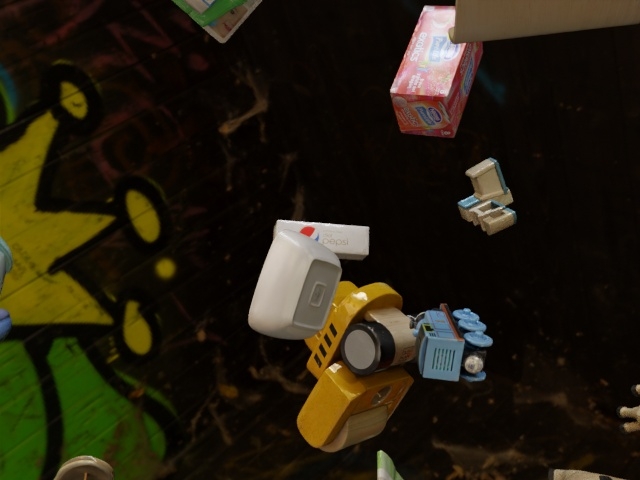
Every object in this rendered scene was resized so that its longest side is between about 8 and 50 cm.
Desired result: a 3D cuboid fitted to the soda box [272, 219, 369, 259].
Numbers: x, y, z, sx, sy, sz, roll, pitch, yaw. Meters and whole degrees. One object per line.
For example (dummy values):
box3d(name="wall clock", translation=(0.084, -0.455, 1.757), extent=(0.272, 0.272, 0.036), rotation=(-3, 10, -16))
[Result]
box3d(name="soda box", translation=(0.000, 0.000, 1.612), extent=(0.074, 0.216, 0.069), rotation=(129, -37, -75))

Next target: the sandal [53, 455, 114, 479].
box3d(name="sandal", translation=(-0.353, 0.357, 0.969), extent=(0.072, 0.180, 0.049), rotation=(42, 22, -33))

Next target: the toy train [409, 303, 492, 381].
box3d(name="toy train", translation=(0.192, 0.149, 1.051), extent=(0.184, 0.105, 0.080), rotation=(-85, -177, -76))

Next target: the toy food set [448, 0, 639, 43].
box3d(name="toy food set", translation=(0.250, -0.345, 0.738), extent=(0.306, 0.220, 0.092), rotation=(78, 9, -55))

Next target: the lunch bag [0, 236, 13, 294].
box3d(name="lunch bag", translation=(-0.471, 0.028, 0.692), extent=(0.224, 0.279, 0.108), rotation=(62, 18, -49))

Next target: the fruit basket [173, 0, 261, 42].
box3d(name="fruit basket", translation=(-0.189, -0.608, 1.352), extent=(0.327, 0.353, 0.165), rotation=(38, 23, -34))

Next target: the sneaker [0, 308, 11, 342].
box3d(name="sneaker", translation=(-0.253, 0.110, 0.467), extent=(0.059, 0.144, 0.053), rotation=(41, -21, -13))

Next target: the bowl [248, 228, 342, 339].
box3d(name="bowl", translation=(-0.025, 0.066, 0.921), extent=(0.053, 0.142, 0.142), rotation=(18, -4, 30))

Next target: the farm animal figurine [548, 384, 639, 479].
box3d(name="farm animal figurine", translation=(0.483, 0.367, 1.019), extent=(0.172, 0.327, 0.330), rotation=(123, -41, -69))

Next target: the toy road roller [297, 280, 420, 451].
box3d(name="toy road roller", translation=(0.054, 0.226, 1.392), extent=(0.240, 0.202, 0.329), rotation=(42, -62, 34))

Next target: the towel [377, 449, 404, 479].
box3d(name="towel", translation=(0.106, 0.379, 0.952), extent=(0.023, 0.152, 0.113), rotation=(-17, -53, 17))

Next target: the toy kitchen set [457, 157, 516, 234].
box3d(name="toy kitchen set", translation=(0.392, -0.126, 1.624), extent=(0.207, 0.122, 0.166), rotation=(-122, -172, -72))

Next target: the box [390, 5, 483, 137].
box3d(name="box", translation=(0.247, -0.353, 1.452), extent=(0.122, 0.257, 0.128), rotation=(10, -28, 24))
